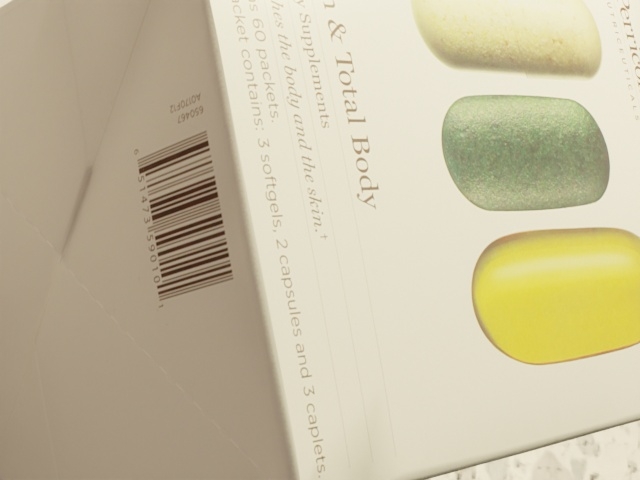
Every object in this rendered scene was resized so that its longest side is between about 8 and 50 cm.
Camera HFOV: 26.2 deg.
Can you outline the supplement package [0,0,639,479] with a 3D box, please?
[{"bbox_3d":[0.000,0.000,0.574,0.263,0.198,0.199,-4,80,-46],"label":"supplement package"}]
